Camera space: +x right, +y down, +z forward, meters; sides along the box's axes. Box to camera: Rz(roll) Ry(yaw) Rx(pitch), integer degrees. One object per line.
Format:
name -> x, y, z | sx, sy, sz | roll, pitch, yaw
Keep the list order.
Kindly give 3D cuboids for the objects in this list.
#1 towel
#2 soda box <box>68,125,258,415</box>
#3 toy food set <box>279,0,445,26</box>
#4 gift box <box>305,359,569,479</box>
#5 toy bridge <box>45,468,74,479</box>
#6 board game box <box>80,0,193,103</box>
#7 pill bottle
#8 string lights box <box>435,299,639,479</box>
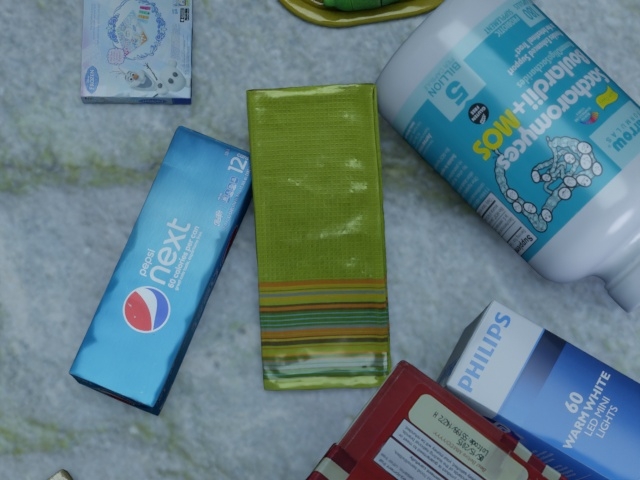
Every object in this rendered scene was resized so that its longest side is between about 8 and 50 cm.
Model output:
towel -> 0.000, 0.000, 1.074 | 0.102, 0.021, 0.237 | -4, 100, -5
soda box -> -0.118, 0.024, 1.084 | 0.071, 0.067, 0.210 | 22, 77, 2
toy food set -> 0.060, -0.254, 1.154 | 0.218, 0.071, 0.128 | -11, 78, -6
gift box -> 0.068, 0.260, 0.952 | 0.255, 0.258, 0.276 | 41, 59, 8
toy bridge -> -0.164, 0.266, 1.048 | 0.063, 0.026, 0.188 | -35, 81, -7
board game box -> -0.150, -0.157, 1.147 | 0.090, 0.020, 0.090 | 1, 78, -3
pill bottle -> 0.176, -0.069, 1.081 | 0.146, 0.146, 0.264 | -43, 83, -11
string lights box -> 0.213, 0.150, 1.039 | 0.259, 0.133, 0.077 | 30, 78, 3
